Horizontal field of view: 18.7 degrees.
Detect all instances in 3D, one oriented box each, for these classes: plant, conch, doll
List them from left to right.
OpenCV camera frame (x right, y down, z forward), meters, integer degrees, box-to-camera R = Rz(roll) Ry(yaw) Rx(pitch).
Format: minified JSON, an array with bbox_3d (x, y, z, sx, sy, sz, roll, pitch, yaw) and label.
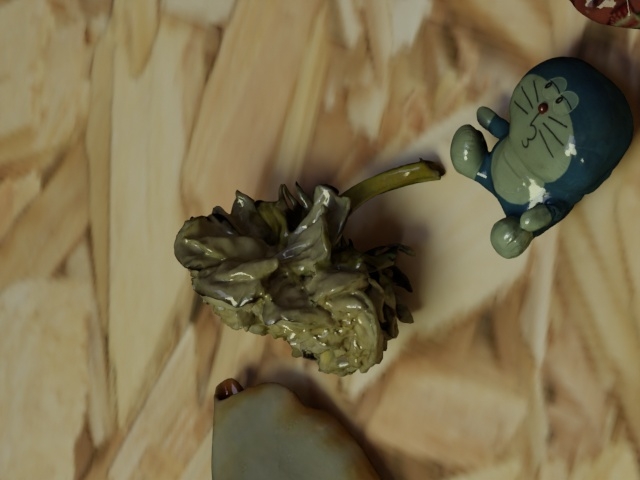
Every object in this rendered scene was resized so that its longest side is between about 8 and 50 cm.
[{"bbox_3d":[-0.007,0.153,0.976,0.104,0.094,0.176,-40,47,49],"label":"conch"},{"bbox_3d":[0.000,0.000,0.921,0.116,0.104,0.122,34,95,4],"label":"plant"},{"bbox_3d":[0.099,-0.043,0.858,0.083,0.050,0.076,-54,49,33],"label":"doll"}]

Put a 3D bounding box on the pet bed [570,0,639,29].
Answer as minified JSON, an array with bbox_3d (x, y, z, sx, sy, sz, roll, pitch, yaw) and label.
[{"bbox_3d":[0.141,-0.183,0.797,0.201,0.053,0.201,9,104,42],"label":"pet bed"}]
